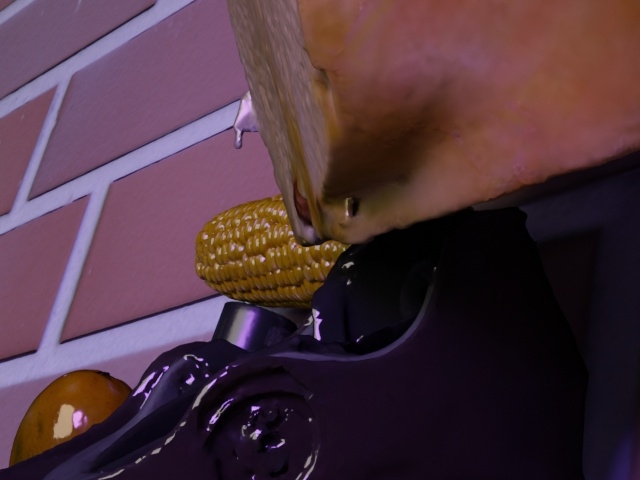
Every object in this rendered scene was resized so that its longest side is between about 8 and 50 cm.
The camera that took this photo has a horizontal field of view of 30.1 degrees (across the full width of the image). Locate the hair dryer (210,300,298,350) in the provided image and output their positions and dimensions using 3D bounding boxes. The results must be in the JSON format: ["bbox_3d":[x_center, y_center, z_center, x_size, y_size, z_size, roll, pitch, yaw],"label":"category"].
[{"bbox_3d":[-0.010,0.097,0.804,0.198,0.057,0.100,-2,64,46],"label":"hair dryer"}]

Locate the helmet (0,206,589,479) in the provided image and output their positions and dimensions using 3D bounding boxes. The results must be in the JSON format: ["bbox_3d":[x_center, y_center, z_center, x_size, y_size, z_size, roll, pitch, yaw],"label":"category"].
[{"bbox_3d":[0.003,0.115,0.592,0.305,0.177,0.225,-32,6,-10],"label":"helmet"}]

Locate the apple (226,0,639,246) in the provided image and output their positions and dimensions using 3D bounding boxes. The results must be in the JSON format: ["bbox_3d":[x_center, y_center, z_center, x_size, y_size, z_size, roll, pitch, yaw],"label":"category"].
[{"bbox_3d":[0.057,-0.102,0.549,0.252,0.314,0.309,-61,3,-10],"label":"apple"}]

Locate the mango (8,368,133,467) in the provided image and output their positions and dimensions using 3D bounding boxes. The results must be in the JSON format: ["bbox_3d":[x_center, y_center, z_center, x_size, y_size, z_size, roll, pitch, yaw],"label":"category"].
[{"bbox_3d":[-0.204,0.173,0.958,0.163,0.089,0.111,-46,35,33],"label":"mango"}]

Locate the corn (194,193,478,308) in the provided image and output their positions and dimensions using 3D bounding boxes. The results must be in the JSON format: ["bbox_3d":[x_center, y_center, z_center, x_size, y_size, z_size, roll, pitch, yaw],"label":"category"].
[{"bbox_3d":[0.002,0.004,0.818,0.091,0.091,0.260,-36,20,-33],"label":"corn"}]
